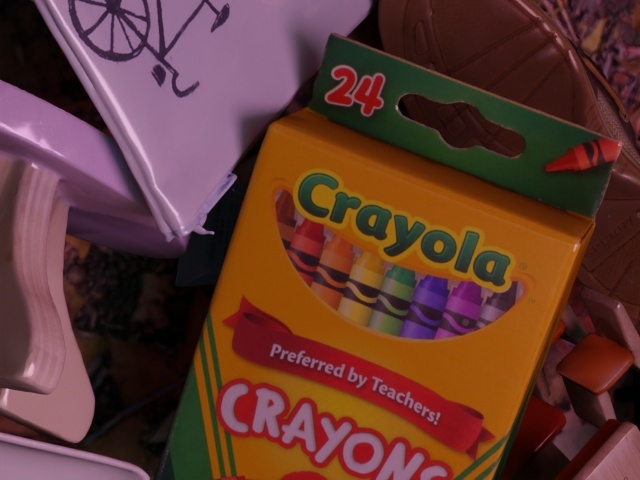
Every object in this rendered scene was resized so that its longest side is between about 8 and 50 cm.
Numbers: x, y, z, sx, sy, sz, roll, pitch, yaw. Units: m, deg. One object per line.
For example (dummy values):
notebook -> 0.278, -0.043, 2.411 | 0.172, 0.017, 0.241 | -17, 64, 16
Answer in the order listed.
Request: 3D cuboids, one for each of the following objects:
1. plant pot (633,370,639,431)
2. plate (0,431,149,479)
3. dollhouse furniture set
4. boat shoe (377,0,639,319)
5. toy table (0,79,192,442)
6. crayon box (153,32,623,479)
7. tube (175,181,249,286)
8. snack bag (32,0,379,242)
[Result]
plant pot -> 0.357, 0.115, 1.337 | 0.188, 0.187, 0.167 | 23, 118, -3
plate -> -0.289, 0.202, 1.105 | 0.278, 0.045, 0.277 | 21, 115, -29
dollhouse furniture set -> 0.135, 0.145, 1.244 | 0.262, 0.259, 0.135 | -45, 127, -15
boat shoe -> 0.160, -0.088, 1.296 | 0.123, 0.123, 0.342 | -40, 114, 17
toy table -> -0.208, 0.005, 1.052 | 0.274, 0.252, 0.161 | 27, 73, -29
crayon box -> 0.036, 0.055, 1.093 | 0.202, 0.081, 0.319 | 21, 106, 11
tube -> 0.000, 0.000, 1.264 | 0.207, 0.052, 0.080 | 5, 93, -24
snack bag -> -0.093, -0.218, 1.080 | 0.343, 0.037, 0.323 | 61, 39, -22
